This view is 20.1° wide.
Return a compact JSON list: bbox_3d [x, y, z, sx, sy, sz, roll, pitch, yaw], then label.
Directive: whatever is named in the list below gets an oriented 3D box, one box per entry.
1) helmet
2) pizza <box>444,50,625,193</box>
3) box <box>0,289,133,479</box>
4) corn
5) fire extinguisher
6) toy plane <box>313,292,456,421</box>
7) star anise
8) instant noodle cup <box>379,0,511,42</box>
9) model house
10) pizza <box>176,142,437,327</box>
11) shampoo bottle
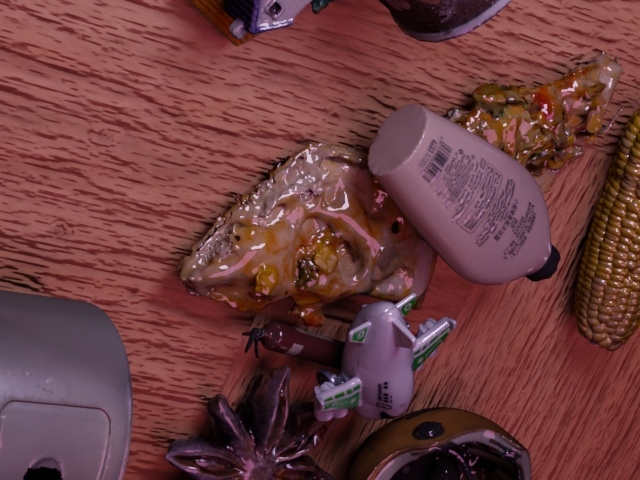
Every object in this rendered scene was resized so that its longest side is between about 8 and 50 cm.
[{"bbox_3d":[0.112,0.262,1.935,0.224,0.130,0.198,-8,116,-18],"label":"helmet"},{"bbox_3d":[0.222,-0.102,1.843,0.226,0.069,0.147,-15,121,-25],"label":"pizza"},{"bbox_3d":[-0.283,0.155,1.555,0.149,0.226,0.226,10,110,-36],"label":"box"},{"bbox_3d":[0.341,-0.015,1.946,0.101,0.101,0.292,-1,115,-32],"label":"corn"},{"bbox_3d":[-0.025,0.101,1.801,0.173,0.049,0.035,20,109,-51],"label":"fire extinguisher"},{"bbox_3d":[0.062,0.122,1.798,0.174,0.080,0.174,-32,150,-22],"label":"toy plane"},{"bbox_3d":[-0.077,0.246,1.832,0.230,0.081,0.262,13,97,-45],"label":"star anise"},{"bbox_3d":[0.069,-0.311,1.543,0.207,0.217,0.217,29,98,-34],"label":"instant noodle cup"},{"bbox_3d":[-0.050,-0.215,1.581,0.100,0.100,0.088,-46,132,-1],"label":"model house"},{"bbox_3d":[0.000,0.000,1.753,0.297,0.071,0.189,1,115,-33],"label":"pizza"},{"bbox_3d":[0.150,-0.034,1.758,0.257,0.078,0.127,38,73,-37],"label":"shampoo bottle"}]
